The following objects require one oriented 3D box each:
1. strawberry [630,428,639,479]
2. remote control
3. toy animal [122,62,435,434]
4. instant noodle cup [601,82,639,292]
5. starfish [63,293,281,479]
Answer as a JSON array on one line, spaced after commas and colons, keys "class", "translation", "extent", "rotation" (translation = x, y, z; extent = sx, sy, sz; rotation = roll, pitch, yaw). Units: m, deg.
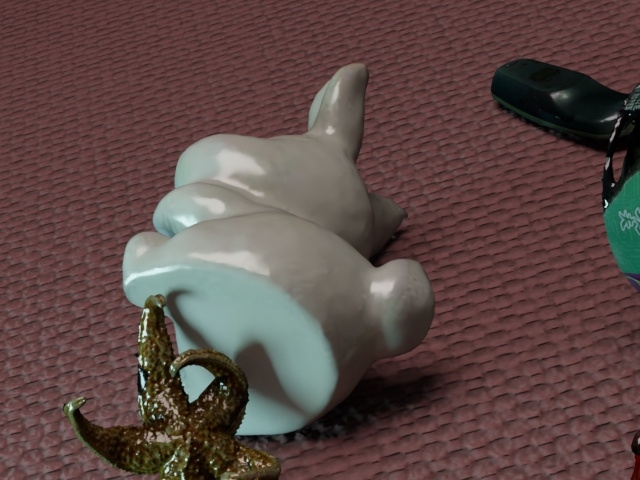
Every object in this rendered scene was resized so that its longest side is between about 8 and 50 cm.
[{"class": "strawberry", "translation": [0.313, 0.181, 1.208], "extent": [0.253, 0.150, 0.280], "rotation": [19, 35, 18]}, {"class": "remote control", "translation": [0.249, -0.142, 1.986], "extent": [0.072, 0.042, 0.222], "rotation": [-25, 27, -22]}, {"class": "toy animal", "translation": [-0.011, 0.002, 1.685], "extent": [0.241, 0.196, 0.367], "rotation": [-2, 30, 11]}, {"class": "instant noodle cup", "translation": [0.349, -0.043, 1.532], "extent": [0.190, 0.251, 0.251], "rotation": [1, 29, 47]}, {"class": "starfish", "translation": [-0.119, 0.139, 1.514], "extent": [0.146, 0.190, 0.074], "rotation": [-17, -18, -15]}]
